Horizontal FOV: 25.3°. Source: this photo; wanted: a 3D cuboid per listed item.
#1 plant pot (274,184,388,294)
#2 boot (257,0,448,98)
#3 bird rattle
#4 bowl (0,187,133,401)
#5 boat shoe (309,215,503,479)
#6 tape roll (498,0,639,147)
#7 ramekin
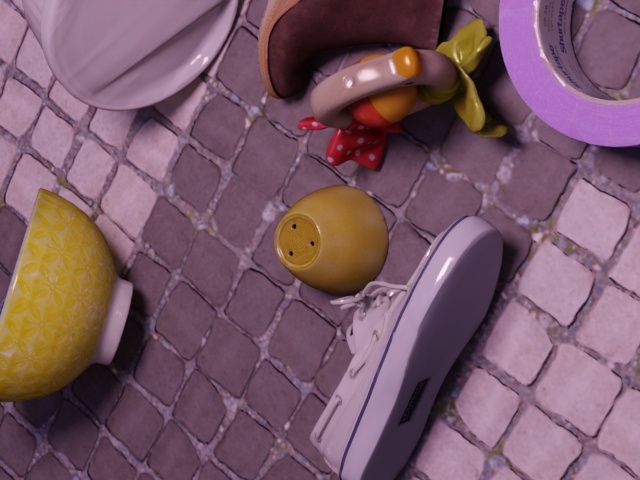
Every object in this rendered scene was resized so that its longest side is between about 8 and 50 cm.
[{"bbox_3d":[0.000,0.000,1.701,0.134,0.095,0.134,1,92,33],"label":"plant pot"},{"bbox_3d":[0.039,-0.248,1.671,0.207,0.090,0.248,20,128,13],"label":"boot"},{"bbox_3d":[0.072,-0.169,1.590,0.253,0.207,0.143,-10,81,28],"label":"bird rattle"},{"bbox_3d":[-0.336,0.090,1.871,0.156,0.289,0.289,18,105,-12],"label":"bowl"},{"bbox_3d":[0.076,0.108,1.644,0.156,0.136,0.367,38,121,30],"label":"boat shoe"},{"bbox_3d":[0.327,-0.233,1.482,0.275,0.090,0.275,0,90,34],"label":"tape roll"},{"bbox_3d":[-0.244,-0.306,1.765,0.127,0.273,0.273,44,114,38],"label":"ramekin"}]
